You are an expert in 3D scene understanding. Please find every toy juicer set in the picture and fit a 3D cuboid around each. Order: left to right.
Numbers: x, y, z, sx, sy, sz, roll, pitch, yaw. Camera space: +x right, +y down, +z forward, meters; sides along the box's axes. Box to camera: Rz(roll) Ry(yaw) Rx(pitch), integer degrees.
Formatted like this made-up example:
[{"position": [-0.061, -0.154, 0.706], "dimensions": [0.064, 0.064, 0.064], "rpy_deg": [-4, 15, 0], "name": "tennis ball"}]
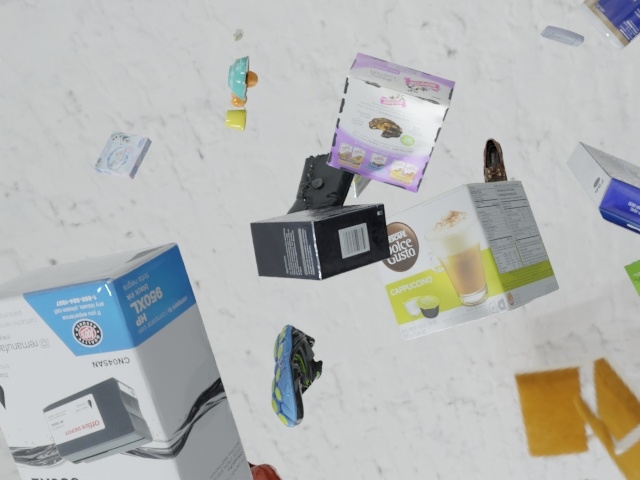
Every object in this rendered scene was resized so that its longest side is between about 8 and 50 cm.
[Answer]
[{"position": [-0.231, -0.516, 2.149], "dimensions": [0.209, 0.089, 0.329], "rpy_deg": [-87, 4, -48], "name": "toy juicer set"}]

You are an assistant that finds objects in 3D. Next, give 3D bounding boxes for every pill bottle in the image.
[{"position": [0.761, -0.594, 1.659], "dimensions": [0.153, 0.264, 0.153], "rpy_deg": [36, -153, -22], "name": "pill bottle"}]

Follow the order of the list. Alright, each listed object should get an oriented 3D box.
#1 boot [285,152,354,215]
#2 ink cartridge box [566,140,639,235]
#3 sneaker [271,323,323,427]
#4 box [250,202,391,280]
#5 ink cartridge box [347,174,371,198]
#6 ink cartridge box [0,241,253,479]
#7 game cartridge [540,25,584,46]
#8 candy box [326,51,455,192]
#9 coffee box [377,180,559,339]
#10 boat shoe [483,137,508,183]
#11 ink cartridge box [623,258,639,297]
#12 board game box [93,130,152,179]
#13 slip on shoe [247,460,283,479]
[{"position": [0.037, -0.089, 1.510], "dimensions": [0.094, 0.246, 0.207], "rpy_deg": [42, -116, -49], "name": "boot"}, {"position": [0.586, -0.093, 1.342], "dimensions": [0.333, 0.165, 0.065], "rpy_deg": [-75, 8, -65], "name": "ink cartridge box"}, {"position": [-0.032, 0.203, 1.077], "dimensions": [0.188, 0.078, 0.067], "rpy_deg": [-90, 23, -56], "name": "sneaker"}, {"position": [0.000, 0.000, 1.113], "dimensions": [0.158, 0.156, 0.093], "rpy_deg": [1, 102, 49], "name": "box"}, {"position": [0.108, -0.242, 2.243], "dimensions": [0.127, 0.072, 0.175], "rpy_deg": [-52, -34, -35], "name": "ink cartridge box"}, {"position": [-0.298, 0.230, 1.008], "dimensions": [0.166, 0.285, 0.395], "rpy_deg": [-42, -62, -63], "name": "ink cartridge box"}, {"position": [0.508, -0.429, 1.478], "dimensions": [0.056, 0.083, 0.017], "rpy_deg": [-57, -15, -82], "name": "game cartridge"}, {"position": [0.111, -0.188, 1.148], "dimensions": [0.196, 0.164, 0.070], "rpy_deg": [104, -175, -50], "name": "candy box"}, {"position": [0.389, 0.047, 1.927], "dimensions": [0.338, 0.337, 0.335], "rpy_deg": [-9, -101, -50], "name": "coffee box"}, {"position": [0.546, -0.221, 2.216], "dimensions": [0.073, 0.073, 0.207], "rpy_deg": [36, -134, -63], "name": "boat shoe"}, {"position": [0.943, 0.044, 1.787], "dimensions": [0.255, 0.188, 0.097], "rpy_deg": [-43, 61, 48], "name": "ink cartridge box"}, {"position": [-0.393, -0.171, 1.402], "dimensions": [0.090, 0.090, 0.020], "rpy_deg": [-68, -25, -19], "name": "board game box"}, {"position": [-0.109, 0.473, 1.311], "dimensions": [0.123, 0.331, 0.101], "rpy_deg": [12, -91, -43], "name": "slip on shoe"}]
